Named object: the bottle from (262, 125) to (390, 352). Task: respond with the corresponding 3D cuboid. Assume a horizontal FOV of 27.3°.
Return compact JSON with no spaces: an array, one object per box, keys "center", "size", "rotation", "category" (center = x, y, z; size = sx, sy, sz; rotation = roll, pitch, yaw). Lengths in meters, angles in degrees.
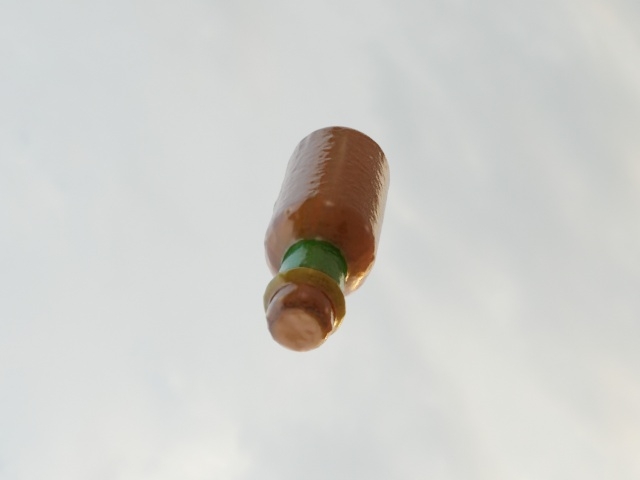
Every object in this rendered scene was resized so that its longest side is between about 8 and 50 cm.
[{"center":[0.000,0.000,0.756],"size":[0.069,0.069,0.187],"rotation":[47,-155,-16],"category":"bottle"}]
